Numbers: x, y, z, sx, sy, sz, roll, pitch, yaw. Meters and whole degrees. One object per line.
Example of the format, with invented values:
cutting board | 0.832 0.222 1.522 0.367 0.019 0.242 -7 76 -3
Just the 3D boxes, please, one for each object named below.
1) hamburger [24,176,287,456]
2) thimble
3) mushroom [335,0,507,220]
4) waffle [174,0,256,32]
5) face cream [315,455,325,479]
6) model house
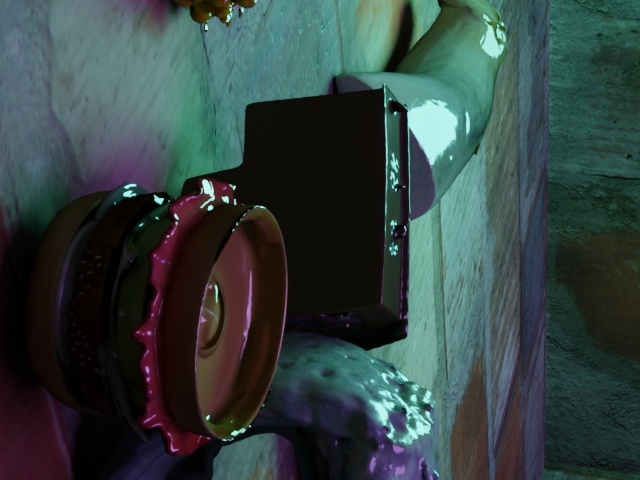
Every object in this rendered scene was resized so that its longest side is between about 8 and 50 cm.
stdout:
hamburger | -0.104 0.040 0.977 0.175 0.136 0.175 9 90 -71
thimble | -0.030 0.171 1.116 0.205 0.250 0.172 62 18 -1
mushroom | 0.122 -0.158 1.793 0.397 0.126 0.177 -49 135 -59
waffle | -0.062 -0.253 1.142 0.197 0.070 0.193 63 35 -64
face cream | 0.012 0.117 1.601 0.137 0.084 0.341 -65 148 -56
model house | 0.000 0.000 1.269 0.248 0.176 0.181 42 47 -70
